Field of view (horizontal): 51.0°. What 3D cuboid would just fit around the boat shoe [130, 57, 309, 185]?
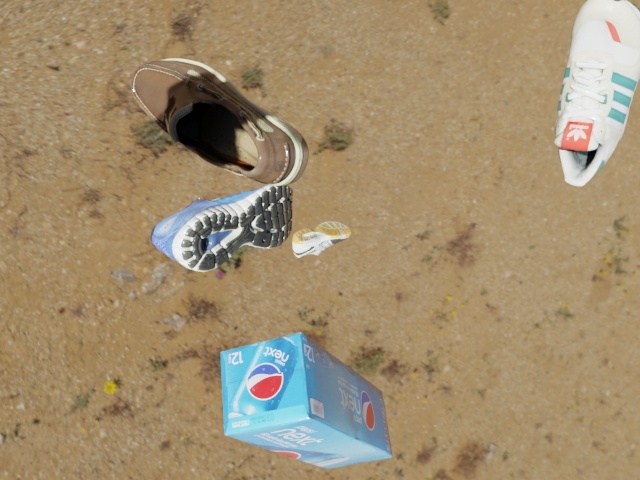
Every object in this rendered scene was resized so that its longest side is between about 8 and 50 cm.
[{"bbox_3d":[-0.135,-0.143,0.758,0.095,0.257,0.095,-15,129,-57],"label":"boat shoe"}]

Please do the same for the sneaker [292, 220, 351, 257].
[{"bbox_3d":[0.000,0.000,0.880,0.083,0.032,0.037,-11,134,-22],"label":"sneaker"}]

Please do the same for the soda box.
[{"bbox_3d":[-0.004,0.146,0.577,0.210,0.071,0.067,48,30,-56],"label":"soda box"}]

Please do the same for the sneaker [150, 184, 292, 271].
[{"bbox_3d":[-0.176,-0.043,1.259,0.330,0.147,0.130,-20,118,-50],"label":"sneaker"}]

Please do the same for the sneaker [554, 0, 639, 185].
[{"bbox_3d":[0.221,-0.112,0.540,0.075,0.057,0.161,-57,150,-31],"label":"sneaker"}]
